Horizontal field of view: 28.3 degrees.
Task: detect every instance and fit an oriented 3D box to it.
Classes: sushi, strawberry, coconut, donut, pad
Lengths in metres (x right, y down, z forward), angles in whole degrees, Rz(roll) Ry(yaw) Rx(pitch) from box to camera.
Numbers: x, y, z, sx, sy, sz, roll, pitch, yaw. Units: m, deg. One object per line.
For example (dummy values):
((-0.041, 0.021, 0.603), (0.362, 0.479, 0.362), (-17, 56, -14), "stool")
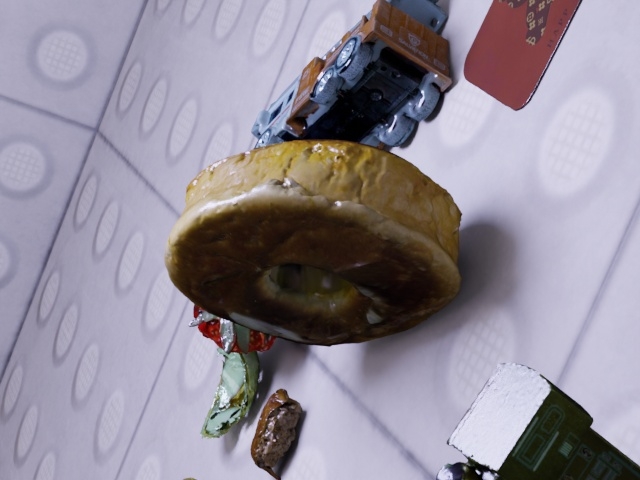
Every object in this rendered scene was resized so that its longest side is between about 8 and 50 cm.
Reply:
((-0.057, 0.243, 1.617), (0.055, 0.052, 0.120), (31, 101, 64), "sushi")
((-0.097, 0.087, 1.723), (0.174, 0.098, 0.228), (-33, 13, -10), "strawberry")
((-0.120, 0.194, 1.772), (0.133, 0.055, 0.158), (-94, 27, -46), "coconut")
((0.000, 0.000, 1.402), (0.330, 0.330, 0.160), (-37, 29, 50), "donut")
((0.248, -0.285, 1.424), (0.267, 0.004, 0.181), (-64, 26, 13), "pad")

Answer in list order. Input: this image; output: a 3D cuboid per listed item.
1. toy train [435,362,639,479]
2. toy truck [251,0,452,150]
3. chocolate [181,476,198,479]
((0.189, 0.205, 0.966), (0.137, 0.225, 0.090), (-56, 26, -7), "toy train")
((0.028, -0.188, 1.663), (0.338, 0.133, 0.184), (-41, 28, 43), "toy truck")
((-0.240, 0.420, 1.843), (0.219, 0.085, 0.085), (-53, 30, 29), "chocolate")
